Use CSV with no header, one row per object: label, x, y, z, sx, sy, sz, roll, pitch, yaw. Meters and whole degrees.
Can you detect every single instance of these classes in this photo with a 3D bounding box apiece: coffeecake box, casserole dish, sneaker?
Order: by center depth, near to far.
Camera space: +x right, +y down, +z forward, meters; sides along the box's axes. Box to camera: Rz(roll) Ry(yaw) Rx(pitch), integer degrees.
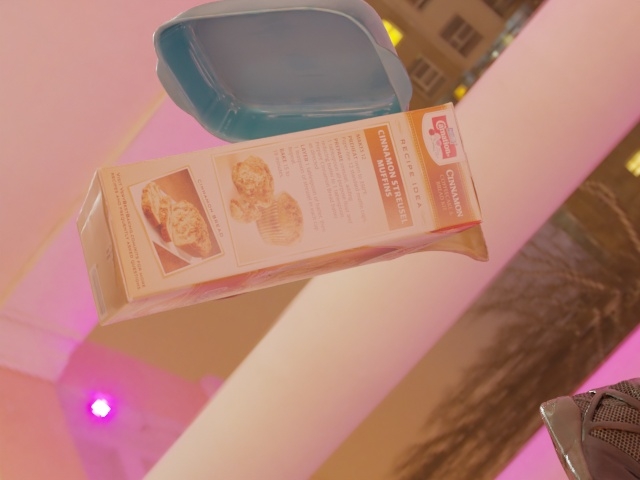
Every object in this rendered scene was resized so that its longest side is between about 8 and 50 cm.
coffeecake box,-0.029,-0.011,0.606,0.142,0.186,0.068,150,107,-72
casserole dish,-0.022,-0.113,0.726,0.114,0.188,0.037,61,-137,-40
sneaker,0.265,0.183,0.886,0.227,0.130,0.087,-100,-16,-65

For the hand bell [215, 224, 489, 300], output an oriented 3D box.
hand bell,0.000,0.000,0.896,0.126,0.242,0.126,-21,-90,-86
